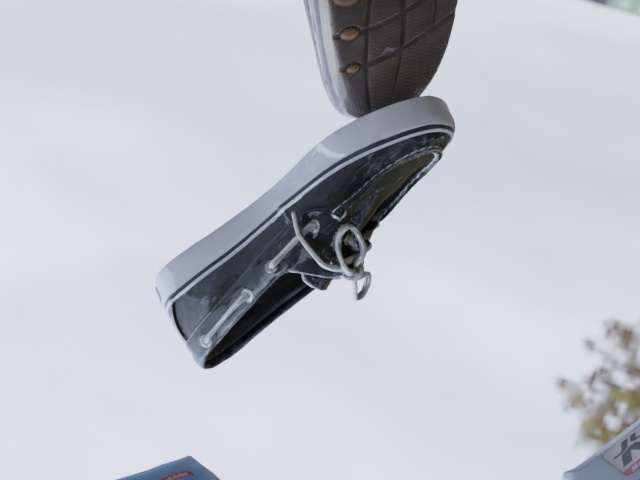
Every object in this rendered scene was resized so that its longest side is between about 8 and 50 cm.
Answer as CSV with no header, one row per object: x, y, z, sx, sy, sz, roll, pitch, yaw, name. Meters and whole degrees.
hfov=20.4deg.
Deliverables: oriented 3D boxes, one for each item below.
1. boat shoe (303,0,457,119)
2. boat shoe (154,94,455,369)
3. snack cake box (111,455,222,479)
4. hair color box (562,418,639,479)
0.035,-0.277,1.532,0.132,0.355,0.130,1,177,-24,boat shoe
-0.002,-0.001,1.494,0.105,0.306,0.113,61,-167,23,boat shoe
-0.106,0.270,0.977,0.152,0.264,0.089,-14,-159,-27,snack cake box
0.218,0.151,0.560,0.185,0.114,0.374,53,176,-8,hair color box
